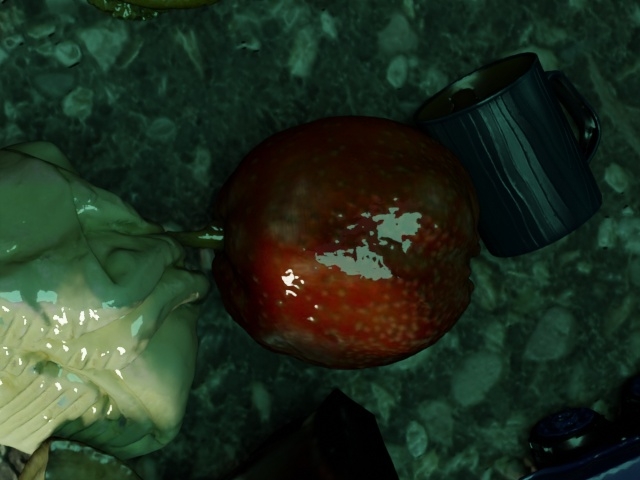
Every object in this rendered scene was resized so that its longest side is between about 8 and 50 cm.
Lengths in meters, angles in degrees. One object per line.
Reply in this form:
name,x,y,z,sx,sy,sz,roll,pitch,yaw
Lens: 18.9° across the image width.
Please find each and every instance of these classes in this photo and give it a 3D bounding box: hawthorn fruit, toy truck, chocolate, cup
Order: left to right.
chocolate,-0.018,0.275,1.545,0.186,0.283,0.284,-17,102,6
hawthorn fruit,0.000,0.000,1.533,0.253,0.205,0.205,9,96,-3
cup,0.174,-0.077,1.602,0.150,0.113,0.138,-30,105,-6
toy truck,0.286,0.216,1.636,0.213,0.177,0.161,-23,101,-8

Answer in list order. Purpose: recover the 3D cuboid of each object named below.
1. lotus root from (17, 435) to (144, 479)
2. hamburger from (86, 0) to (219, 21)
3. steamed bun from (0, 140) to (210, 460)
lotus root,-0.200,0.310,1.507,0.142,0.210,0.314,15,132,-21
hamburger,-0.116,-0.274,1.506,0.215,0.122,0.189,-41,98,-1
steamed bun,-0.220,0.031,1.468,0.280,0.268,0.207,4,58,6
